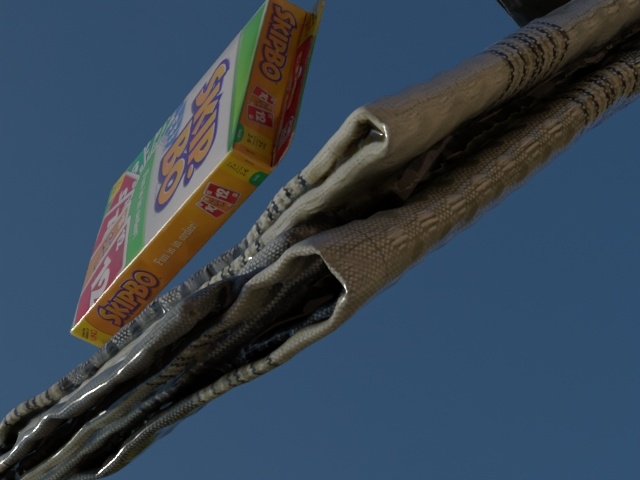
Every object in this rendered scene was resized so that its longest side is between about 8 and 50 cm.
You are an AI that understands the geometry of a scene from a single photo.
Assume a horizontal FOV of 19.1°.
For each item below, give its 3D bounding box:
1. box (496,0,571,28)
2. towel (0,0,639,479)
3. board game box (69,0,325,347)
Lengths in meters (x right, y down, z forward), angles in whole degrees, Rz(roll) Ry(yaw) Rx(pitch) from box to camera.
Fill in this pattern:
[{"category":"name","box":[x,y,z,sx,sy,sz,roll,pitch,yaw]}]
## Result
[{"category":"box","box":[0.220,-0.256,0.928,0.079,0.257,0.322,42,-135,-41]},{"category":"towel","box":[0.000,0.000,0.772,0.056,0.312,0.324,54,-136,0]},{"category":"board game box","box":[-0.077,-0.042,1.159,0.039,0.259,0.124,27,-130,-20]}]
